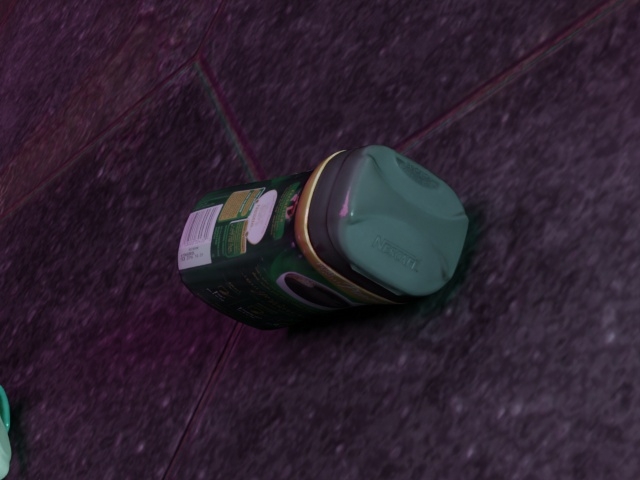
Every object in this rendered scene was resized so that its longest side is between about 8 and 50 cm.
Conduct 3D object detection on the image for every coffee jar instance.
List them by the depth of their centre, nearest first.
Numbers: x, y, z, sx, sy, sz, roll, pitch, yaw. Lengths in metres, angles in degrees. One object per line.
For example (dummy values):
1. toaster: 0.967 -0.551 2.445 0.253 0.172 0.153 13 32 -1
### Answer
1. coffee jar: 0.000 0.000 1.100 0.184 0.096 0.079 -13 53 54

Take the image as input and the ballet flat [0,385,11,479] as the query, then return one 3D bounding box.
1. ballet flat: -0.277 0.195 1.384 0.087 0.083 0.247 -26 40 24
